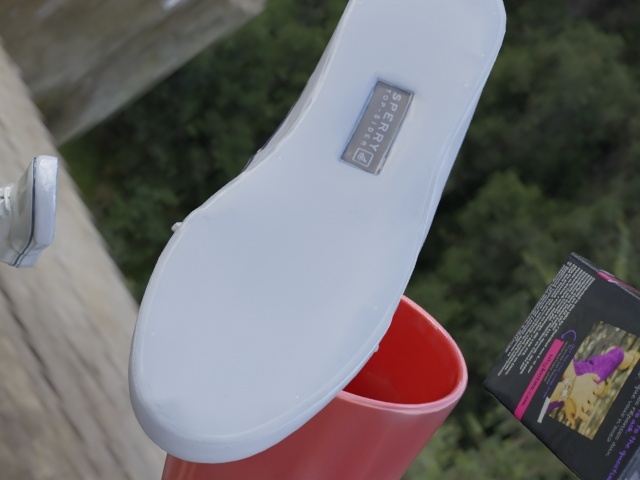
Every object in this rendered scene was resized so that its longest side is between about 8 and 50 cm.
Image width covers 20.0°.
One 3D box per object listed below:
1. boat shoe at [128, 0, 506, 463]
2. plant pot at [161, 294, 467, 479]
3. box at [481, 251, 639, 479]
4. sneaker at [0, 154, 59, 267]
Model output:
[{"bbox_3d":[-0.007,-0.005,1.093,0.136,0.156,0.367,25,60,3],"label":"boat shoe"},{"bbox_3d":[-0.026,0.177,1.775,0.275,0.243,0.275,22,23,-10],"label":"plant pot"},{"bbox_3d":[0.269,0.137,1.440,0.165,0.143,0.270,32,5,-21],"label":"box"},{"bbox_3d":[-0.364,-0.028,2.135,0.091,0.258,0.094,6,65,-16],"label":"sneaker"}]
